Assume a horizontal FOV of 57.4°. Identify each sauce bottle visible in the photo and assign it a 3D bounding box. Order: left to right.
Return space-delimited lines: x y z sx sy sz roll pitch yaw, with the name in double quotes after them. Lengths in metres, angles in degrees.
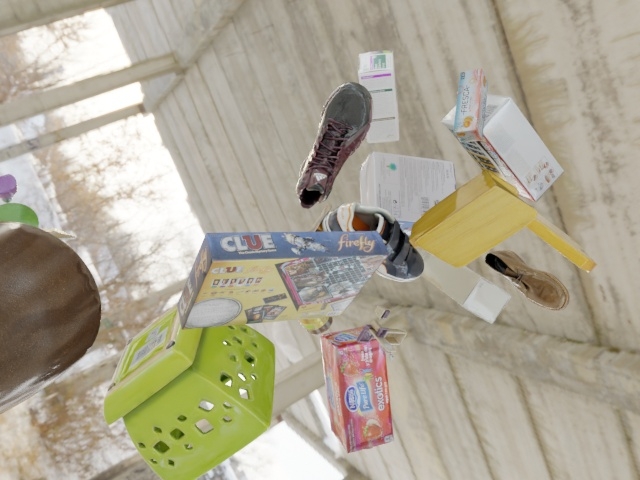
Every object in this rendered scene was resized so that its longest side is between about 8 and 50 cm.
-0.076 0.181 1.998 0.111 0.111 0.344 31 -22 54 "sauce bottle"

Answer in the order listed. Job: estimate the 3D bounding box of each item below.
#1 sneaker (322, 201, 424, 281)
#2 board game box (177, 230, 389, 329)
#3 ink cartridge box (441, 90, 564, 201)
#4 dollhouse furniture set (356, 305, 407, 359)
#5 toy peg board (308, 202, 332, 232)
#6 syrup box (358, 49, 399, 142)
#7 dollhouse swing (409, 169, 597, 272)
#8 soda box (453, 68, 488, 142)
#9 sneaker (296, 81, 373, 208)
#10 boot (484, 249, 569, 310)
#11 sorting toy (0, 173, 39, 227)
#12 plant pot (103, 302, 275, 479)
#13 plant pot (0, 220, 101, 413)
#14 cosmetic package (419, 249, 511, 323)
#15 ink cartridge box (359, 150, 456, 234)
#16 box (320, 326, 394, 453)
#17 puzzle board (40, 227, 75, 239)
0.166 0.007 1.544 0.321 0.126 0.127 28 -32 -20 "sneaker"
-0.051 0.052 0.779 0.165 0.243 0.042 -57 -137 45 "board game box"
0.518 -0.285 1.732 0.309 0.130 0.272 42 1 -27 "ink cartridge box"
0.150 0.187 1.136 0.081 0.114 0.091 46 -65 42 "dollhouse furniture set"
0.000 0.000 1.623 0.079 0.160 0.161 34 -14 0 "toy peg board"
0.162 -0.388 1.597 0.237 0.096 0.093 77 12 -48 "syrup box"
0.444 0.007 1.472 0.305 0.315 0.347 52 16 -4 "dollhouse swing"
0.386 -0.344 1.498 0.063 0.183 0.058 -1 -21 33 "soda box"
0.024 -0.175 1.204 0.106 0.162 0.281 21 -51 -4 "sneaker"
0.651 0.127 1.877 0.305 0.115 0.112 43 -64 46 "boot"
-0.834 0.000 1.606 0.365 0.127 0.126 67 -28 18 "sorting toy"
-0.228 0.245 1.017 0.207 0.228 0.227 48 16 -21 "plant pot"
-0.381 0.110 0.625 0.230 0.215 0.215 -96 166 -74 "plant pot"
0.453 0.133 1.920 0.160 0.113 0.309 30 7 -29 "cosmetic package"
0.355 -0.160 2.169 0.151 0.395 0.270 131 -40 -67 "ink cartridge box"
0.085 0.348 1.383 0.128 0.123 0.257 -160 -117 -72 "box"
-0.791 -0.016 1.682 0.096 0.128 0.011 18 -77 28 "puzzle board"
